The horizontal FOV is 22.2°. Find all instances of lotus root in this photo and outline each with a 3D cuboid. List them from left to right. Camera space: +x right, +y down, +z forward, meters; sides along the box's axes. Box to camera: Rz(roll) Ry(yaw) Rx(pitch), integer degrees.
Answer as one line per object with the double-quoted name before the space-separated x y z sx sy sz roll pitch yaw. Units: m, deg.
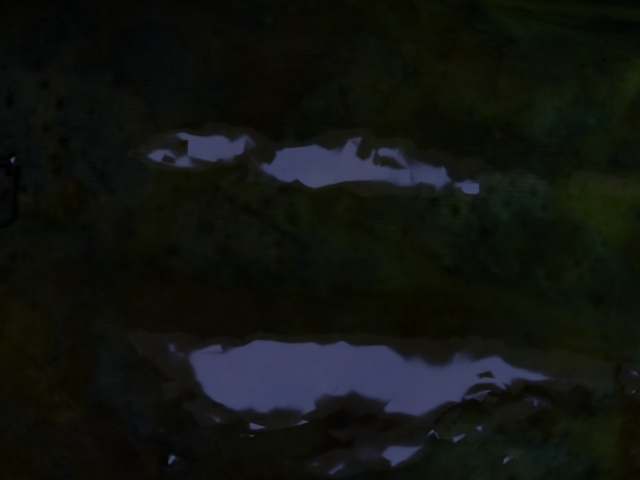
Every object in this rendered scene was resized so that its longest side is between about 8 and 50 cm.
"lotus root" 0.000 0.000 0.626 0.346 0.250 0.250 5 128 -18
